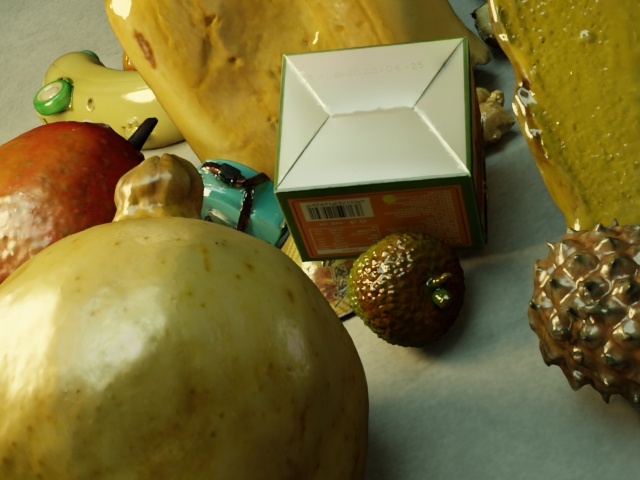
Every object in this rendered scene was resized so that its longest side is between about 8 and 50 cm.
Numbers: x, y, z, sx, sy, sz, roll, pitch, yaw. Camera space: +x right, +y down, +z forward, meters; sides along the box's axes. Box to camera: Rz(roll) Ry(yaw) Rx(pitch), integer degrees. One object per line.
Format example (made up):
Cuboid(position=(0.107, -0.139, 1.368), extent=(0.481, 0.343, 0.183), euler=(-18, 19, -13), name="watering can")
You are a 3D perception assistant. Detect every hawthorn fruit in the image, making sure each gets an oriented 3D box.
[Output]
Cuboid(position=(-0.278, -0.011, 1.621), extent=(0.285, 0.284, 0.369), euler=(1, 45, 40), name="hawthorn fruit")

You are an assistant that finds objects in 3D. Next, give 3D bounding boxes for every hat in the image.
Cuboid(position=(0.000, 0.000, 1.546), extent=(0.193, 0.082, 0.193), euler=(-23, 36, 18), name="hat")

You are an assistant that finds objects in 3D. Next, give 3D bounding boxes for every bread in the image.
Cuboid(position=(0.248, -0.275, 1.707), extent=(0.129, 0.044, 0.126), euler=(-32, 27, 9), name="bread")
Cuboid(position=(-0.044, -0.274, 1.671), extent=(0.361, 0.394, 0.250), euler=(-30, 19, 12), name="bread")

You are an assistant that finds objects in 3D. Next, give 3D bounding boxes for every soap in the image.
Cuboid(position=(0.246, -0.169, 1.316), extent=(0.169, 0.338, 0.304), euler=(-23, 35, 20), name="soap")

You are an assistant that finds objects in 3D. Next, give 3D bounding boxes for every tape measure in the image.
Cuboid(position=(-0.098, -0.033, 1.599), extent=(0.081, 0.125, 0.146), euler=(-59, 0, -35), name="tape measure")

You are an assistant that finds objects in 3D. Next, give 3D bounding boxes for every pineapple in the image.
Cuboid(position=(0.271, 0.063, 1.178), extent=(0.193, 0.166, 0.166), euler=(12, 55, 44), name="pineapple")

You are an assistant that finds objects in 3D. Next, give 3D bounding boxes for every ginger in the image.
Cuboid(position=(0.136, -0.091, 1.562), extent=(0.176, 0.052, 0.193), euler=(-18, 39, 1), name="ginger")

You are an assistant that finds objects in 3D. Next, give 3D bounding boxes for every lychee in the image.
Cuboid(position=(0.086, 0.048, 1.392), extent=(0.114, 0.114, 0.146), euler=(-52, 21, -24), name="lychee")

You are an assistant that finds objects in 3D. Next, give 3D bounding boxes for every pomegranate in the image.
Cuboid(position=(-0.141, 0.126, 1.235), extent=(0.410, 0.410, 0.410), euler=(-22, 36, 17), name="pomegranate")

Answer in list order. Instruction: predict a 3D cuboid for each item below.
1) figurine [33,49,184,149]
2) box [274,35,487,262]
Cuboid(position=(-0.256, -0.215, 1.991), extent=(0.325, 0.124, 0.222), euler=(2, 45, 37), name="figurine")
Cuboid(position=(0.065, -0.088, 1.450), extent=(0.195, 0.148, 0.177), euler=(-5, 56, 11), name="box")
